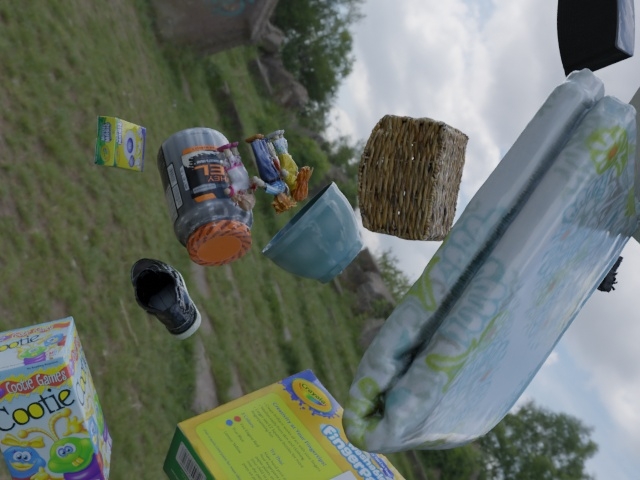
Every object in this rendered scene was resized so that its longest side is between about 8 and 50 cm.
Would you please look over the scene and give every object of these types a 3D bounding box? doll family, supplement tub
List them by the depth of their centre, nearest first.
[{"bbox_3d":[-0.095,-0.138,1.364,0.263,0.118,0.163,-30,100,-65],"label":"doll family"},{"bbox_3d":[-0.280,-0.106,1.626,0.193,0.194,0.316,75,-5,-60],"label":"supplement tub"}]

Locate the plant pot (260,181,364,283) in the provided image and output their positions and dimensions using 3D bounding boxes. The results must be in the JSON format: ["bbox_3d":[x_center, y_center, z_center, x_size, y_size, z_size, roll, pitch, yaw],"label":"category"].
[{"bbox_3d":[0.000,0.000,1.911,0.196,0.293,0.293,44,2,-7],"label":"plant pot"}]

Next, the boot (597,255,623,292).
[{"bbox_3d":[0.686,0.069,1.653,0.099,0.121,0.045,-68,165,1],"label":"boot"}]

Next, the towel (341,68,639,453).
[{"bbox_3d":[0.190,0.052,0.673,0.090,0.374,0.320,35,2,32],"label":"towel"}]

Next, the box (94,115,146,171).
[{"bbox_3d":[-0.434,-0.208,1.433,0.179,0.043,0.105,-10,105,-80],"label":"box"}]

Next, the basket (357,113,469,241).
[{"bbox_3d":[0.226,-0.153,1.670,0.223,0.214,0.299,-2,101,-64],"label":"basket"}]

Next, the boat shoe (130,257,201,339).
[{"bbox_3d":[-0.425,0.122,1.712,0.340,0.127,0.113,47,-7,46],"label":"boat shoe"}]

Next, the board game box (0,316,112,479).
[{"bbox_3d":[-0.468,0.296,1.141,0.142,0.144,0.275,-124,-157,-65],"label":"board game box"}]

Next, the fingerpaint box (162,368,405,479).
[{"bbox_3d":[-0.044,0.524,1.366,0.445,0.371,0.163,44,-52,29],"label":"fingerpaint box"}]

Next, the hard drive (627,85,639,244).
[{"bbox_3d":[0.433,-0.041,0.703,0.307,0.040,0.203,59,-37,36],"label":"hard drive"}]

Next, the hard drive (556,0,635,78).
[{"bbox_3d":[0.616,-0.504,1.500,0.054,0.172,0.254,20,67,-37],"label":"hard drive"}]
